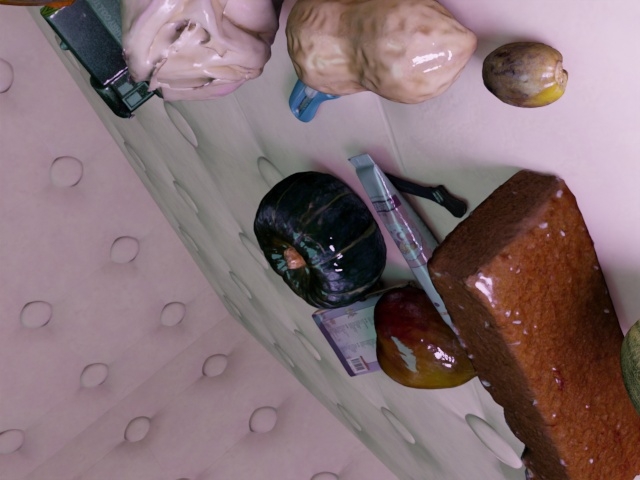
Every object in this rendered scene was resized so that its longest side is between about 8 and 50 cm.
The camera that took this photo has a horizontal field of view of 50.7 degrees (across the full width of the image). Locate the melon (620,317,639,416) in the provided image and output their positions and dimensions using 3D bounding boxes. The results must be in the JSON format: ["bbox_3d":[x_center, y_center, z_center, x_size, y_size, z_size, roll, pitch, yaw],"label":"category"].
[{"bbox_3d":[0.347,0.135,0.569,0.192,0.139,0.139,46,164,24],"label":"melon"}]

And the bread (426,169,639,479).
[{"bbox_3d":[0.260,0.134,0.764,0.113,0.165,0.416,17,143,54],"label":"bread"}]

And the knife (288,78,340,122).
[{"bbox_3d":[-0.010,-0.212,0.973,0.064,0.031,0.222,49,165,-6],"label":"knife"}]

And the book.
[{"bbox_3d":[0.112,0.169,1.266,0.231,0.026,0.157,-21,108,34],"label":"book"}]

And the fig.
[{"bbox_3d":[0.207,0.185,1.100,0.274,0.145,0.170,23,132,25],"label":"fig"}]

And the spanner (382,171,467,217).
[{"bbox_3d":[0.131,-0.070,0.938,0.208,0.012,0.046,27,153,56],"label":"spanner"}]

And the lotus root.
[{"bbox_3d":[0.173,-0.145,0.590,0.054,0.049,0.099,58,169,-29],"label":"lotus root"}]

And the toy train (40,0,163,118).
[{"bbox_3d":[-0.429,-0.405,1.392,0.138,0.178,0.330,41,169,47],"label":"toy train"}]

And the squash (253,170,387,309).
[{"bbox_3d":[0.000,0.000,1.172,0.252,0.165,0.252,44,161,19],"label":"squash"}]

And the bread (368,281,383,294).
[{"bbox_3d":[0.076,0.128,1.378,0.222,0.096,0.181,57,162,-12],"label":"bread"}]

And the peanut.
[{"bbox_3d":[0.046,-0.198,0.689,0.257,0.124,0.123,34,157,52],"label":"peanut"}]

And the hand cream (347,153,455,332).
[{"bbox_3d":[0.149,0.010,1.002,0.331,0.058,0.085,58,170,-10],"label":"hand cream"}]

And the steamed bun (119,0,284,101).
[{"bbox_3d":[-0.147,-0.319,0.839,0.268,0.207,0.280,-175,78,-79],"label":"steamed bun"}]

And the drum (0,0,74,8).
[{"bbox_3d":[-0.243,-0.397,0.515,0.214,0.431,0.431,25,149,58],"label":"drum"}]
